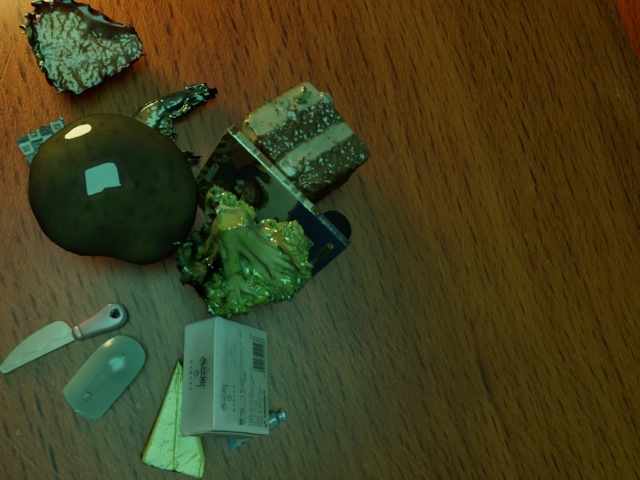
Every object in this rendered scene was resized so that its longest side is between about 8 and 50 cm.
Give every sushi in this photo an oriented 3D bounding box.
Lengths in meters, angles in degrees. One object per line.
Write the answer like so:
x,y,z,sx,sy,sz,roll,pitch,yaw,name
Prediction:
-0.723,-0.225,1.480,0.139,0.031,0.200,-32,91,-17,sushi

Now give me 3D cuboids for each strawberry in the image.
-0.673,-0.554,1.498,0.280,0.150,0.253,-37,110,-19,strawberry

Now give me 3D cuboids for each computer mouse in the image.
-0.558,0.351,1.390,0.128,0.079,0.230,38,77,-2,computer mouse

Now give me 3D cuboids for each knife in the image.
-0.674,0.246,1.400,0.336,0.043,0.081,-22,80,-14,knife

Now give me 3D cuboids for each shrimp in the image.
-0.398,-0.334,1.561,0.291,0.054,0.222,-35,88,-13,shrimp

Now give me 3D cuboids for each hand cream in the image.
-0.176,0.509,1.463,0.171,0.043,0.064,-21,84,-11,hand cream

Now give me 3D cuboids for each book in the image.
-0.152,-0.067,1.454,0.428,0.300,0.039,45,44,-2,book

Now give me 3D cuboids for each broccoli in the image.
-0.192,0.031,1.287,0.348,0.280,0.293,17,60,19,broccoli

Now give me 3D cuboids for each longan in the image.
-0.512,-0.124,1.350,0.405,0.336,0.403,9,73,-31,longan

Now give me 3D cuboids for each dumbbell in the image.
0.000,0.000,1.510,0.100,0.191,0.100,14,59,-24,dumbbell

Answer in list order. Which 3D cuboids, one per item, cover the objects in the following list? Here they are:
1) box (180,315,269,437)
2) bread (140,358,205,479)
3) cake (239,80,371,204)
-0.237,0.352,1.357,0.203,0.116,0.273,30,48,-51,box
-0.337,0.454,1.372,0.163,0.168,0.263,21,74,-11,bread
-0.065,-0.245,1.515,0.256,0.282,0.290,-34,85,-23,cake
